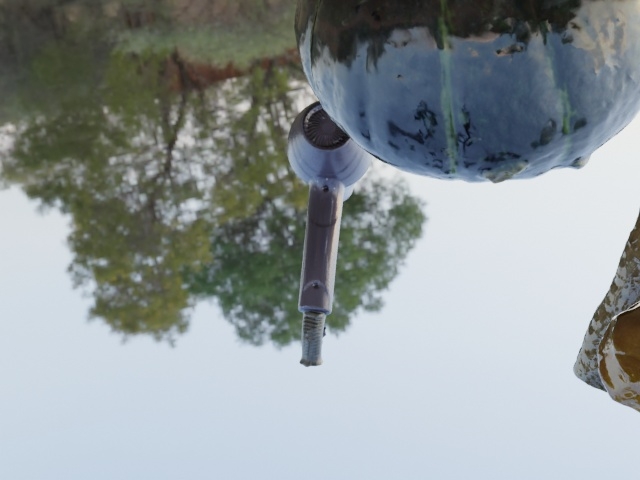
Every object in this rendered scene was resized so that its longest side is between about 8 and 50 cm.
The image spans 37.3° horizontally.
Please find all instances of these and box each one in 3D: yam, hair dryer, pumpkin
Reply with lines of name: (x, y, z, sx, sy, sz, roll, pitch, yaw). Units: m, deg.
yam: (0.427, 0.055, 1.281, 0.081, 0.356, 0.081, 8, -150, -5)
hair dryer: (0.000, 0.000, 1.342, 0.121, 0.361, 0.301, 7, 168, 4)
pumpkin: (0.135, -0.196, 0.783, 0.323, 0.241, 0.323, -9, -126, 12)

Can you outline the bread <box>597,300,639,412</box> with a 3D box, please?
bread: (0.163, 0.045, 0.297, 0.157, 0.044, 0.052, 6, -151, 45)
